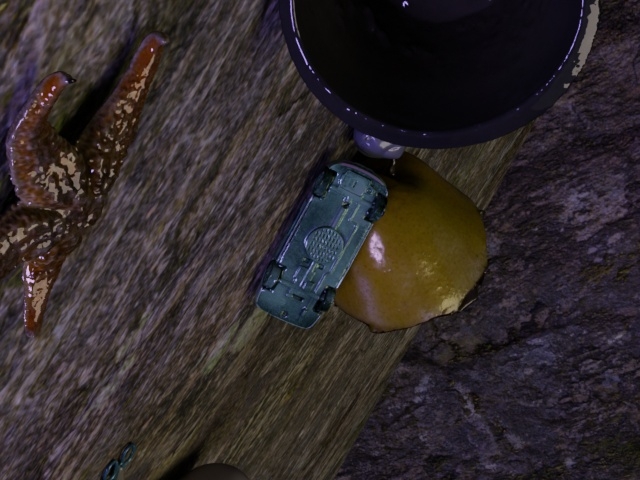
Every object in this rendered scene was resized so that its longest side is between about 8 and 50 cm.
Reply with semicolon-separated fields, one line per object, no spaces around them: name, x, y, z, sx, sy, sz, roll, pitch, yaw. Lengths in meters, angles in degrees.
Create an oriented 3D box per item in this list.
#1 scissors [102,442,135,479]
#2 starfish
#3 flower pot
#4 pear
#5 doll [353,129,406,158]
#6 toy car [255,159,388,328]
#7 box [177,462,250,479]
scissors;-0.246;0.292;1.440;0.058;0.014;0.119;-45;160;-40
starfish;-0.183;-0.037;0.794;0.247;0.050;0.138;-66;166;8
flower pot;0.105;-0.230;1.034;0.166;0.269;0.269;-74;-172;-59
pear;0.087;-0.024;1.582;0.267;0.267;0.178;-53;139;-19
doll;0.089;-0.146;1.510;0.094;0.079;0.180;-27;-174;23
toy car;0.000;0.000;1.484;0.224;0.090;0.076;-61;-166;15
box;-0.229;0.480;1.679;0.288;0.141;0.349;-61;167;24
